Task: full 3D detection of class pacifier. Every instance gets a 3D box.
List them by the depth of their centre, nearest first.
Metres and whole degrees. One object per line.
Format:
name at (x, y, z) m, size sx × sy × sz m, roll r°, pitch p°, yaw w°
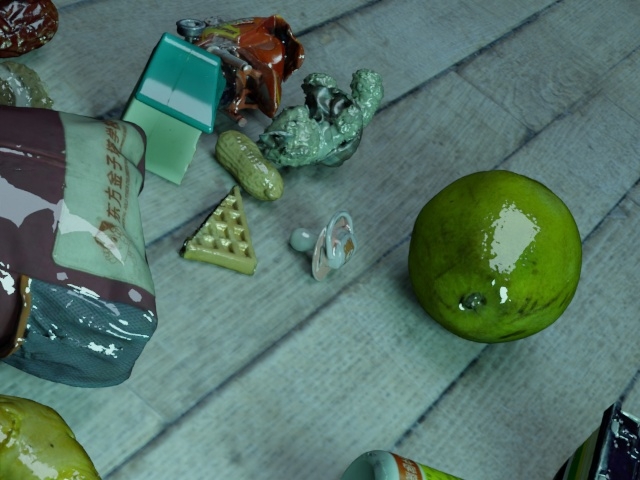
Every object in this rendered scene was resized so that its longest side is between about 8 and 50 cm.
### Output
pacifier at (0.000, 0.000, 1.767) m, size 0.078 × 0.081 × 0.099 m, roll 14°, pitch 23°, yaw 24°

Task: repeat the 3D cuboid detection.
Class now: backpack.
backpack at (-0.312, -0.011, 1.358) m, size 0.317 × 0.197 × 0.283 m, roll 13°, pitch 37°, yaw -23°

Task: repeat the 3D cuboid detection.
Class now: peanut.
peanut at (-0.086, -0.090, 1.826) m, size 0.113 × 0.054 × 0.054 m, roll 49°, pitch 33°, yaw 19°

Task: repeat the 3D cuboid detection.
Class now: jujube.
jujube at (-0.367, -0.257, 1.773) m, size 0.077 × 0.077 × 0.129 m, roll 40°, pitch 37°, yaw 11°

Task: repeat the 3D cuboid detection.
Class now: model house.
model house at (-0.171, -0.166, 1.756) m, size 0.100 × 0.149 × 0.127 m, roll 23°, pitch 33°, yaw -10°

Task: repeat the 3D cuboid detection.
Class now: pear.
pear at (0.211, 0.020, 1.797) m, size 0.212 × 0.212 × 0.269 m, roll 35°, pitch 35°, yaw 2°

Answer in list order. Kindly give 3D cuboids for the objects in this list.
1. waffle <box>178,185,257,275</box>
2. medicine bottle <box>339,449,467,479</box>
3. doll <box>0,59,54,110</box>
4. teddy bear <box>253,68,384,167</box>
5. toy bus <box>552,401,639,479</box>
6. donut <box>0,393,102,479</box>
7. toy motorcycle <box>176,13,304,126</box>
waffle at (-0.126, -0.025, 1.719) m, size 0.097 × 0.023 × 0.153 m, roll 17°, pitch 35°, yaw -27°
medicine bottle at (0.121, 0.291, 1.387) m, size 0.225 × 0.139 × 0.139 m, roll 23°, pitch 32°, yaw -18°
doll at (-0.381, -0.141, 1.562) m, size 0.221 × 0.105 × 0.115 m, roll 5°, pitch 47°, yaw -43°
teddy bear at (-0.009, -0.137, 1.928) m, size 0.213 × 0.133 × 0.111 m, roll -42°, pitch 121°, yaw -40°
toy bus at (0.381, 0.327, 1.545) m, size 0.305 × 0.179 × 0.143 m, roll 30°, pitch 45°, yaw -5°
donut at (-0.249, 0.238, 1.124) m, size 0.208 × 0.128 × 0.261 m, roll -4°, pitch 47°, yaw -45°
toy motorcycle at (-0.109, -0.237, 1.955) m, size 0.171 × 0.089 × 0.298 m, roll 13°, pitch 26°, yaw -2°
